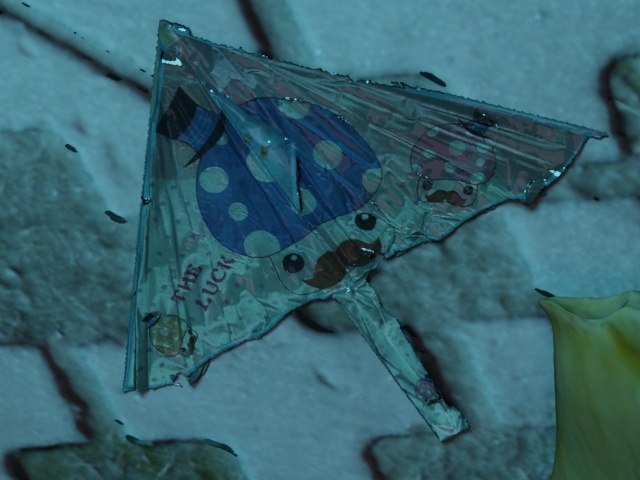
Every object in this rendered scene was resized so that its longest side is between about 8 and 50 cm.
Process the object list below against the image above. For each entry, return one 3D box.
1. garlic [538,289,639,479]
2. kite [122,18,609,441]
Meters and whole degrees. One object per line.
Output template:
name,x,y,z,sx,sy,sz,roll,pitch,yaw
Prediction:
garlic,0.219,0.191,0.913,0.196,0.151,0.339,26,128,26
kite,0.000,0.000,0.898,0.406,0.014,0.368,-29,108,20
